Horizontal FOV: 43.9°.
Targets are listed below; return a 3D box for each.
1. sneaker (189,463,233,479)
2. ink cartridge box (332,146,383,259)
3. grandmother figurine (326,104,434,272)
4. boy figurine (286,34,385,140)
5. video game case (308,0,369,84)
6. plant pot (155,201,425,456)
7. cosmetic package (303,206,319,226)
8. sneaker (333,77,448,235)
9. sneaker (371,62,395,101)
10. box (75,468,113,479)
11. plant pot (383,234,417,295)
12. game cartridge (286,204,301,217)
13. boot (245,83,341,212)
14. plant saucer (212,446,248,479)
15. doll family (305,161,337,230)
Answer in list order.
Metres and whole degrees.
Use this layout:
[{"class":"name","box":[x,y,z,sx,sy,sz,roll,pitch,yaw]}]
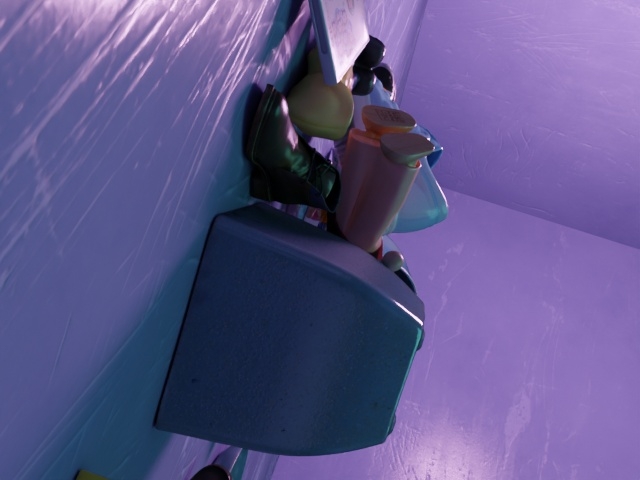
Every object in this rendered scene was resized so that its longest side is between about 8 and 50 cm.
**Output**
[{"class":"sneaker","box":[-0.173,0.384,1.107,0.222,0.083,0.118,-64,170,-50]},{"class":"ink cartridge box","box":[0.073,-0.064,1.624,0.181,0.056,0.225,-133,-138,-61]},{"class":"grandmother figurine","box":[0.048,-0.015,1.106,0.208,0.104,0.342,-105,-153,-51]},{"class":"boy figurine","box":[0.023,-0.218,1.078,0.285,0.092,0.177,-66,176,-63]},{"class":"video game case","box":[0.021,-0.276,0.926,0.157,0.019,0.143,-62,145,-53]},{"class":"plant pot","box":[-0.013,0.116,0.950,0.247,0.252,0.248,-43,151,-80]},{"class":"cosmetic package","box":[0.014,0.023,1.650,0.231,0.117,0.085,93,17,-65]},{"class":"sneaker","box":[0.112,-0.156,1.285,0.135,0.150,0.366,111,-26,-54]},{"class":"sneaker","box":[0.109,-0.294,1.753,0.083,0.084,0.215,37,72,-79]},{"class":"box","box":[-0.193,0.287,0.723,0.232,0.058,0.087,100,9,-59]},{"class":"plant pot","box":[0.089,0.077,1.955,0.255,0.271,0.272,-92,-166,-57]},{"class":"game cartridge","box":[-0.036,-0.078,1.336,0.056,0.017,0.083,69,39,-76]},{"class":"boot","box":[-0.023,-0.099,0.906,0.219,0.106,0.082,95,14,-69]},{"class":"plant saucer","box":[-0.204,0.515,1.448,0.317,0.043,0.318,18,90,-84]},{"class":"doll family","box":[0.000,0.000,1.286,0.163,0.118,0.263,84,31,-72]}]
